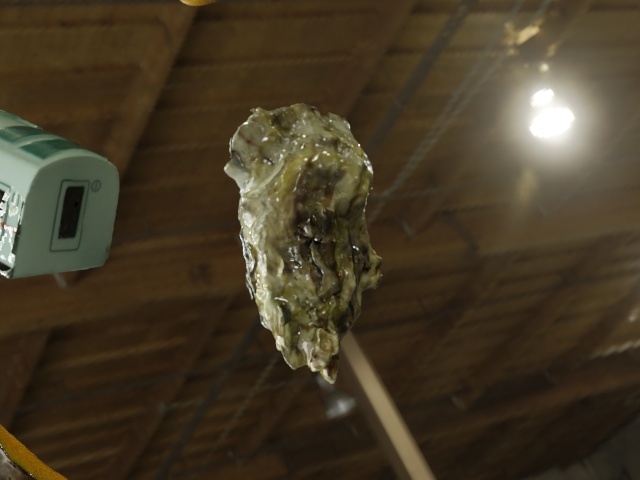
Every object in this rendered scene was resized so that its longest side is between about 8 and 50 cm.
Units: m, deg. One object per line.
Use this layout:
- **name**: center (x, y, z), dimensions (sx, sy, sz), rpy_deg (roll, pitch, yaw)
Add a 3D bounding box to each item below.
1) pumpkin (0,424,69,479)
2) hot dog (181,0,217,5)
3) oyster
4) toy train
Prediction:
- **pumpkin**: center (-0.132, 0.113, 0.535), dimensions (0.073, 0.035, 0.101), rpy_deg (-31, -59, 18)
- **hot dog**: center (-0.074, -0.362, 1.536), dimensions (0.250, 0.068, 0.100), rpy_deg (-34, -47, -21)
- **oyster**: center (0.001, 0.000, 0.768), dimensions (0.053, 0.165, 0.108), rpy_deg (0, 6, 42)
- **toy train**: center (-0.313, -0.081, 0.942), dimensions (0.086, 0.407, 0.088), rpy_deg (-9, -64, -50)
